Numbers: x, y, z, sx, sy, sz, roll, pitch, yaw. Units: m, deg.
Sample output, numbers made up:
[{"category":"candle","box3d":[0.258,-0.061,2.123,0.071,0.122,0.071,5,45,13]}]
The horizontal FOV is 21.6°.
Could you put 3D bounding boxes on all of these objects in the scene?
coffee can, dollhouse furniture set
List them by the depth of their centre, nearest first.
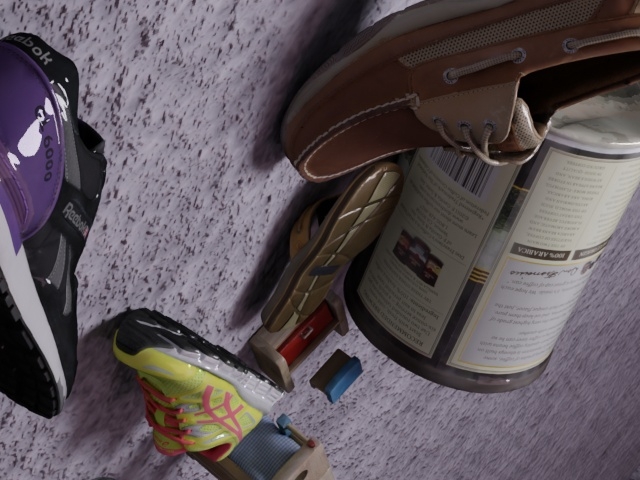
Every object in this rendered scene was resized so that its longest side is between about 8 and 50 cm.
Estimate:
[{"category":"dollhouse furniture set","box3d":[-0.021,0.134,1.446,0.183,0.129,0.129,-47,158,-15]},{"category":"coffee can","box3d":[0.158,-0.034,1.457,0.201,0.201,0.275,-28,148,-49]}]

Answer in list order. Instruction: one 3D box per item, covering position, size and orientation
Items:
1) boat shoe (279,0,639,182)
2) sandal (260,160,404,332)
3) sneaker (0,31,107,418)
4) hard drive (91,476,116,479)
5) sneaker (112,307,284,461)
[{"category":"boat shoe","box3d":[0.117,-0.114,1.213,0.324,0.116,0.123,-27,159,21]},{"category":"sandal","box3d":[0.000,0.000,1.397,0.072,0.049,0.180,3,129,-56]},{"category":"sneaker","box3d":[-0.162,-0.002,0.970,0.124,0.107,0.283,-50,160,-27]},{"category":"hard drive","box3d":[-0.279,0.337,1.342,0.307,0.040,0.203,-61,158,18]},{"category":"sneaker","box3d":[-0.102,0.121,1.282,0.094,0.081,0.208,-55,147,-3]}]
